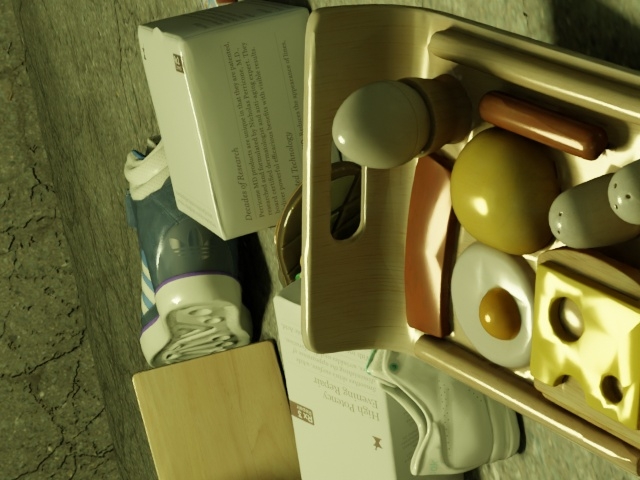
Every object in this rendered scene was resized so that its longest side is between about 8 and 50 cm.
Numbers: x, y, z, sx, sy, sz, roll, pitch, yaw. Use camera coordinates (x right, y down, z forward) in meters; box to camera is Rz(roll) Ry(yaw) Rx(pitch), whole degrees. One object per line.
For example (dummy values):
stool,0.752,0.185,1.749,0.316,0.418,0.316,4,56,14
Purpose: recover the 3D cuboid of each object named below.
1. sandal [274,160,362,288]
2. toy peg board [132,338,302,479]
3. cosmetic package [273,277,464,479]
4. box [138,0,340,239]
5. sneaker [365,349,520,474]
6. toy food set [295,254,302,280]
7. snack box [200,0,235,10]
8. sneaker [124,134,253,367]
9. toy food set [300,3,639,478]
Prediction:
sandal,0.000,0.000,1.464,0.219,0.090,0.060,85,160,-58
toy peg board,-0.111,0.203,1.947,0.079,0.160,0.161,-95,-9,-86
cosmetic package,0.042,0.140,1.371,0.117,0.085,0.231,17,125,42
box,-0.072,-0.112,1.534,0.181,0.119,0.182,-149,46,-70
sneaker,0.071,0.065,1.242,0.080,0.094,0.212,137,117,-75
toy food set,0.022,0.031,1.422,0.082,0.083,0.020,100,174,-59
snack box,-0.124,-0.299,1.719,0.064,0.022,0.178,121,132,-70
sneaker,-0.154,0.002,1.975,0.323,0.130,0.236,106,156,-71
toy food set,0.094,0.010,0.922,0.306,0.092,0.220,27,123,48
